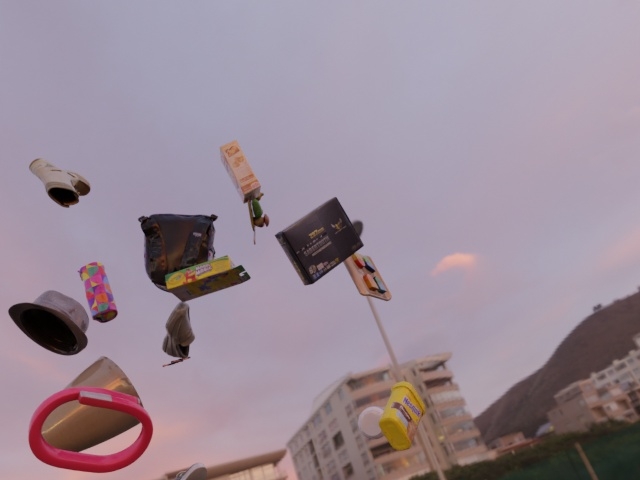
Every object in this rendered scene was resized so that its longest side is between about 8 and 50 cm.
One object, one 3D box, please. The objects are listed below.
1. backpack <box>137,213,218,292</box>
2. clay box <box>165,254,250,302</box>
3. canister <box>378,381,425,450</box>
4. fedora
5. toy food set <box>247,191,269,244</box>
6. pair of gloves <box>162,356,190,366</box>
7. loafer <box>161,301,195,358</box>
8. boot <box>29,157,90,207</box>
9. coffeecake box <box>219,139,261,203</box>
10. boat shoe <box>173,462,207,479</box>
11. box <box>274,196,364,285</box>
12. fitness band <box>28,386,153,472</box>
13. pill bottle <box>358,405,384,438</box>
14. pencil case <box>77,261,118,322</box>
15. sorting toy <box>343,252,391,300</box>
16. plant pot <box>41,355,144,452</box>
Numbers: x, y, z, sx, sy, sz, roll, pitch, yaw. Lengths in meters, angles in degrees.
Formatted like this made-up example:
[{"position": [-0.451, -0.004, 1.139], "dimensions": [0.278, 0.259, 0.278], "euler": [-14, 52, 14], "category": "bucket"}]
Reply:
[{"position": [-0.493, 0.052, 1.954], "dimensions": [0.276, 0.264, 0.213], "euler": [-1, -26, 2], "category": "backpack"}, {"position": [-0.325, 0.109, 1.640], "dimensions": [0.221, 0.053, 0.127], "euler": [-19, -24, -1], "category": "clay box"}, {"position": [0.245, 0.527, 1.682], "dimensions": [0.073, 0.126, 0.170], "euler": [-26, 11, 32], "category": "canister"}, {"position": [-0.893, 0.264, 1.897], "dimensions": [0.243, 0.124, 0.275], "euler": [-19, -58, 28], "category": "fedora"}, {"position": [-0.236, -0.108, 2.156], "dimensions": [0.071, 0.128, 0.218], "euler": [-8, -74, -3], "category": "toy food set"}, {"position": [-0.494, 0.415, 1.920], "dimensions": [0.074, 0.010, 0.083], "euler": [-17, -4, 12], "category": "pair of gloves"}, {"position": [-0.524, 0.343, 2.115], "dimensions": [0.111, 0.112, 0.320], "euler": [26, -42, 3], "category": "loafer"}, {"position": [-0.792, -0.161, 1.758], "dimensions": [0.077, 0.165, 0.213], "euler": [-49, -31, 4], "category": "boot"}, {"position": [-0.283, -0.238, 1.967], "dimensions": [0.068, 0.186, 0.142], "euler": [-27, -5, -13], "category": "coffeecake box"}, {"position": [-0.414, 0.736, 1.682], "dimensions": [0.077, 0.070, 0.219], "euler": [14, -65, -42], "category": "boat shoe"}, {"position": [0.000, 0.000, 1.711], "dimensions": [0.232, 0.184, 0.059], "euler": [-34, 8, -30], "category": "box"}, {"position": [-0.561, 0.468, 1.379], "dimensions": [0.290, 0.054, 0.209], "euler": [26, -83, -32], "category": "fitness band"}, {"position": [0.194, 0.656, 2.015], "dimensions": [0.111, 0.112, 0.187], "euler": [-23, -18, 4], "category": "pill bottle"}, {"position": [-0.846, 0.197, 2.126], "dimensions": [0.104, 0.236, 0.104], "euler": [-22, -28, -13], "category": "pencil case"}, {"position": [0.160, 0.112, 1.916], "dimensions": [0.038, 0.193, 0.208], "euler": [-38, -27, 21], "category": "sorting toy"}, {"position": [-0.742, 0.548, 1.754], "dimensions": [0.274, 0.256, 0.257], "euler": [-34, -17, -39], "category": "plant pot"}]
